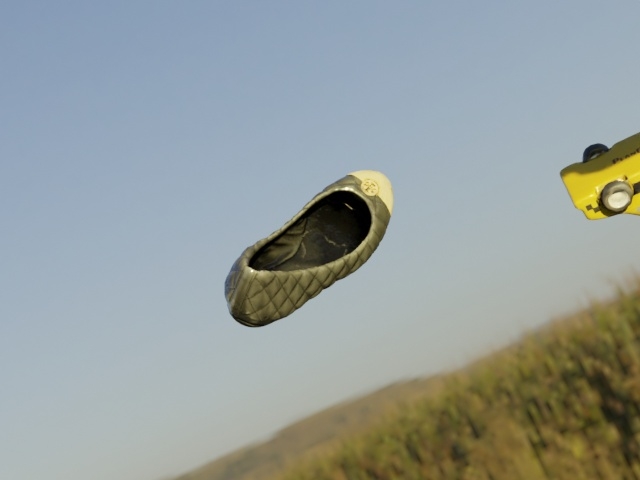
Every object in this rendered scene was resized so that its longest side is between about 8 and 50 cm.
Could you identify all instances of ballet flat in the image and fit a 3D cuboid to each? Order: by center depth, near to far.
[{"bbox_3d":[0.000,0.000,1.105,0.173,0.057,0.049,-43,-16,-42],"label":"ballet flat"}]

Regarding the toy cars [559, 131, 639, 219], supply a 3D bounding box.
[{"bbox_3d":[0.432,-0.140,1.895,0.176,0.087,0.393,10,49,48],"label":"toy cars"}]
